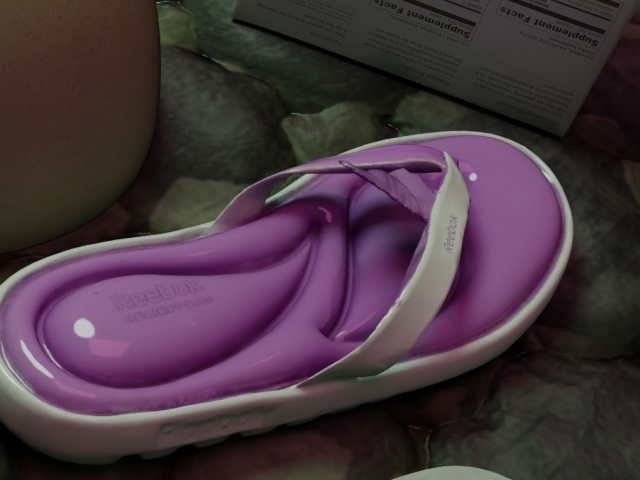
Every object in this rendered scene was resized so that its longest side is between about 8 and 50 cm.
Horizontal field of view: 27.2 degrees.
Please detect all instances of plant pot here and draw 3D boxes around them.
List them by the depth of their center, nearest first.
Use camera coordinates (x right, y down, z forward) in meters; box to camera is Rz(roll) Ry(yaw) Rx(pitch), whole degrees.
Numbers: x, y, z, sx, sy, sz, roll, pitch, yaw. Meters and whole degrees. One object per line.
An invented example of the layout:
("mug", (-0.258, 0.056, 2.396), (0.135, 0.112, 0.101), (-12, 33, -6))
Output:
("plant pot", (-0.217, -0.158, 0.758), (0.284, 0.191, 0.284), (11, 46, -12))

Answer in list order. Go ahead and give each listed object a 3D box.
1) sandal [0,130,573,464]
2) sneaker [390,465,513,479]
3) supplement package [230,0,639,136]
("sandal", (0.010, 0.011, 0.750), (0.416, 0.102, 0.169), (-24, 61, -37))
("sneaker", (-0.025, 0.215, 0.517), (0.126, 0.127, 0.321), (44, 54, 16))
("supplement package", (0.094, -0.230, 0.979), (0.261, 0.145, 0.204), (20, 45, -3))
